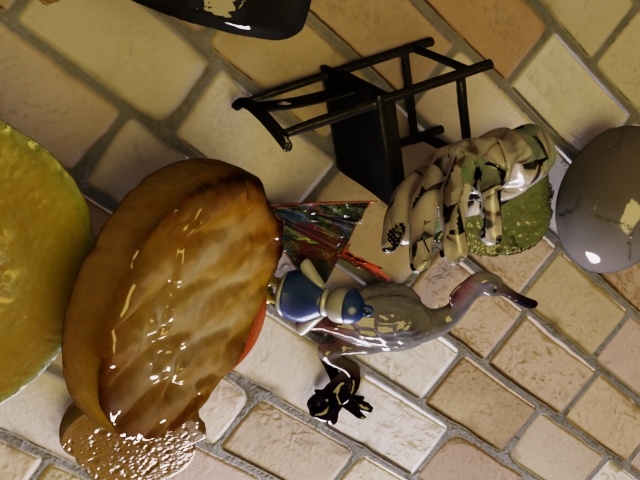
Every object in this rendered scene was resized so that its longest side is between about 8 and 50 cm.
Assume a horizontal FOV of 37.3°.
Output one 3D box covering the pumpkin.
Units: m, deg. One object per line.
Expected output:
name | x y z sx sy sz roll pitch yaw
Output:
pumpkin | -0.401 -0.006 0.893 0.332 0.199 0.332 -16 123 -25

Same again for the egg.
egg | 0.387 -0.054 1.248 0.147 0.146 0.198 10 94 -28

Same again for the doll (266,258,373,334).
doll | -0.003 0.071 1.137 0.058 0.143 0.098 -31 126 -59

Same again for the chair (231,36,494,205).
chair | 0.052 -0.124 1.060 0.260 0.154 0.141 -20 119 -17

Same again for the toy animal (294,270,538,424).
toy animal | 0.101 0.105 1.222 0.324 0.090 0.195 -34 128 5

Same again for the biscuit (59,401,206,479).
biscuit | -0.220 0.225 1.137 0.170 0.050 0.170 -6 132 -7

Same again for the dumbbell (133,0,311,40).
dumbbell | -0.071 -0.364 0.863 0.204 0.204 0.322 8 110 -28

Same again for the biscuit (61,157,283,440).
biscuit | -0.150 0.055 0.957 0.296 0.102 0.296 -50 152 -39

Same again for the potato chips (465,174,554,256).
potato chips | 0.217 -0.061 1.192 0.228 0.059 0.167 36 89 -44

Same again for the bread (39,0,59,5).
bread | -0.352 -0.366 0.755 0.376 0.165 0.236 16 102 -28

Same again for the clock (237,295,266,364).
clock | -0.161 0.082 1.113 0.205 0.051 0.205 -9 115 -21

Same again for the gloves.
gloves | 0.143 -0.051 0.988 0.212 0.128 0.111 -23 111 -29

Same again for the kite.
kite | 0.000 0.000 1.106 0.189 0.232 0.009 28 57 3

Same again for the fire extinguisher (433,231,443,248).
fire extinguisher | 0.162 -0.023 1.230 0.038 0.025 0.083 38 94 -31
